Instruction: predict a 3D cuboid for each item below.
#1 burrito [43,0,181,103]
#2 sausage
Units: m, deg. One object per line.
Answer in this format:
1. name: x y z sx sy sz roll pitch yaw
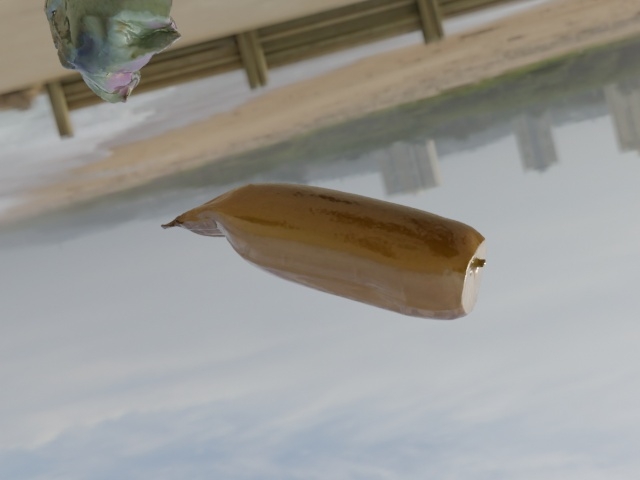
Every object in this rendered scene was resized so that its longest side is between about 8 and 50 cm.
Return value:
1. burrito: -0.109 -0.232 0.654 0.066 0.309 0.096 9 167 -29
2. sausage: 0.001 0.000 1.146 0.328 0.112 0.112 13 -168 14
